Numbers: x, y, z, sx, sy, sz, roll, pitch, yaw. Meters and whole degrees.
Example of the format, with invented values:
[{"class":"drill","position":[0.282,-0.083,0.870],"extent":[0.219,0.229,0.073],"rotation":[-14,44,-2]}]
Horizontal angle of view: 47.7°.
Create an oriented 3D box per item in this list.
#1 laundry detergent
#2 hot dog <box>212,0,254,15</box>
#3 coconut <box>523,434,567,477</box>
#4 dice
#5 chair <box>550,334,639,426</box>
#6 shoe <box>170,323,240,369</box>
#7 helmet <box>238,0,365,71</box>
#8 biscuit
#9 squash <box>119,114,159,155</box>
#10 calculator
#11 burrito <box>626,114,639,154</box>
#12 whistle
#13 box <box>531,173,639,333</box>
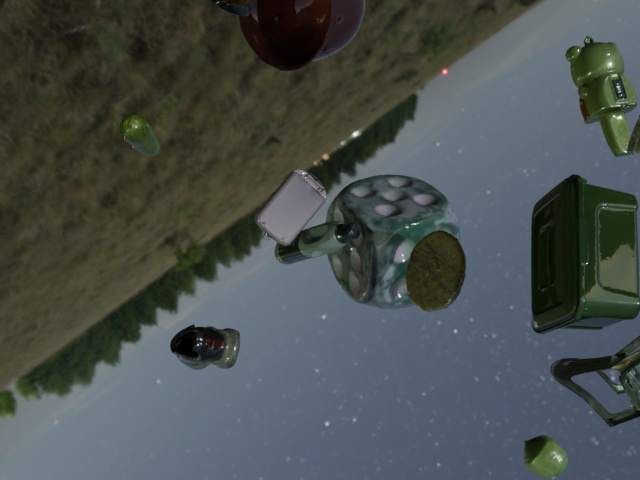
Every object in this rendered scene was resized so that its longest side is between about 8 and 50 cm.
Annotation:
[{"class":"laundry detergent","position":[0.000,0.000,1.618],"extent":[0.226,0.070,0.099],"rotation":[-15,-173,46]},{"class":"hot dog","position":[-0.212,-0.555,1.310],"extent":[0.107,0.326,0.194],"rotation":[-47,169,23]},{"class":"coconut","position":[0.472,0.456,1.535],"extent":[0.088,0.096,0.088],"rotation":[-48,171,-10]},{"class":"dice","position":[0.219,0.002,2.323],"extent":[0.348,0.327,0.330],"rotation":[-17,-145,-26]},{"class":"chair","position":[0.691,0.298,1.625],"extent":[0.275,0.190,0.203],"rotation":[-37,174,27]},{"class":"shoe","position":[-0.266,0.221,1.548],"extent":[0.228,0.112,0.099],"rotation":[-8,-113,48]},{"class":"helmet","position":[-0.019,-0.626,1.918],"extent":[0.230,0.337,0.385],"rotation":[-17,-173,-35]},{"class":"biscuit","position":[0.298,0.081,1.894],"extent":[0.033,0.219,0.220],"rotation":[13,151,-35]},{"class":"squash","position":[-0.414,-0.241,1.687],"extent":[0.066,0.066,0.201],"rotation":[-36,170,-2]},{"class":"calculator","position":[-0.063,-0.069,1.541],"extent":[0.175,0.100,0.032],"rotation":[-50,-164,-8]},{"class":"burrito","position":[0.627,-0.219,1.390],"extent":[0.041,0.045,0.185],"rotation":[-29,154,-1]},{"class":"whistle","position":[0.632,-0.322,1.609],"extent":[0.131,0.288,0.106],"rotation":[-10,171,-16]},{"class":"box","position":[0.589,0.040,1.616],"extent":[0.178,0.328,0.253],"rotation":[5,164,-4]}]
